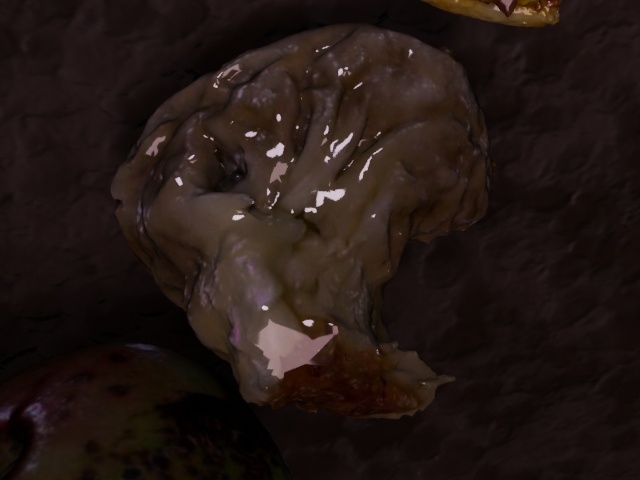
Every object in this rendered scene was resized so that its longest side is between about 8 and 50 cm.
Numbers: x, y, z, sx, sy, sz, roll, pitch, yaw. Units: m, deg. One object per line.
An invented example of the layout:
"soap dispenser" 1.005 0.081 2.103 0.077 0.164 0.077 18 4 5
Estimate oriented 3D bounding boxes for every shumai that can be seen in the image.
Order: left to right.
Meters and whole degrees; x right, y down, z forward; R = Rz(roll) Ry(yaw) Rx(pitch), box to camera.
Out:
"shumai" 0.000 0.000 0.903 0.206 0.175 0.166 -27 131 14

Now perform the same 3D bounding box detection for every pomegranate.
"pomegranate" -0.121 0.208 1.048 0.242 0.242 0.306 -8 139 0

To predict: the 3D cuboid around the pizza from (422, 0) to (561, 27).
"pizza" 0.069 -0.170 0.838 0.175 0.046 0.134 26 126 -27
